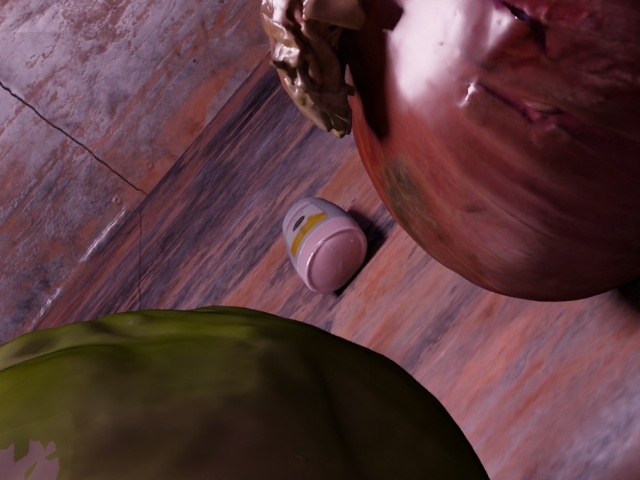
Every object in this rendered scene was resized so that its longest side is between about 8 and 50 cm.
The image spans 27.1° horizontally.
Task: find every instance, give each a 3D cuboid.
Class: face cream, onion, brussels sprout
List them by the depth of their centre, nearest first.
[{"bbox_3d":[-0.075,0.203,0.643,0.361,0.342,0.425,-25,14,-13],"label":"brussels sprout"},{"bbox_3d":[0.158,-0.127,0.850,0.353,0.353,0.353,-46,15,16],"label":"onion"},{"bbox_3d":[0.000,0.000,1.438,0.084,0.057,0.198,-51,14,3],"label":"face cream"}]
